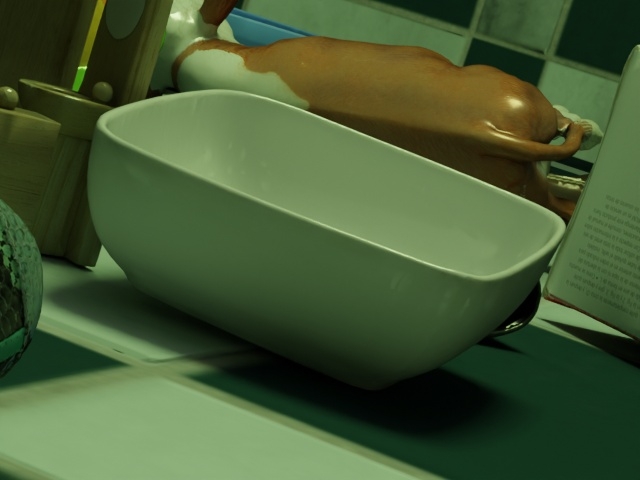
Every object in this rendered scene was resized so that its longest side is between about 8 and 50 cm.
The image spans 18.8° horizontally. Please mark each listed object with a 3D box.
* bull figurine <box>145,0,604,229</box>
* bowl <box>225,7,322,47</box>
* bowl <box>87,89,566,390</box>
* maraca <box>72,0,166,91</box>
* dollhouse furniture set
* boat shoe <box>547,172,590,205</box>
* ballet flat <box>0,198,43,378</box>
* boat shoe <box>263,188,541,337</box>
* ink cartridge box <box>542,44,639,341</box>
[{"bbox_3d":[0.031,-0.073,1.155,0.310,0.101,0.188,22,7,38],"label":"bull figurine"},{"bbox_3d":[-0.157,-0.204,1.848,0.391,0.077,0.391,17,6,-2],"label":"bowl"},{"bbox_3d":[0.000,0.000,0.630,0.142,0.053,0.142,23,17,14],"label":"bowl"},{"bbox_3d":[-0.155,-0.112,1.052,0.127,0.099,0.185,13,32,8],"label":"maraca"},{"bbox_3d":[-0.133,-0.070,0.622,0.151,0.123,0.144,12,9,-39],"label":"dollhouse furniture set"},{"bbox_3d":[0.253,-0.029,1.497,0.207,0.073,0.073,15,8,-10],"label":"boat shoe"},{"bbox_3d":[-0.148,-0.009,0.377,0.188,0.070,0.070,14,7,3],"label":"ballet flat"},{"bbox_3d":[0.032,0.007,0.739,0.133,0.049,0.042,17,-3,-41],"label":"boat shoe"},{"bbox_3d":[0.303,0.039,0.829,0.272,0.130,0.309,15,7,-32],"label":"ink cartridge box"}]
